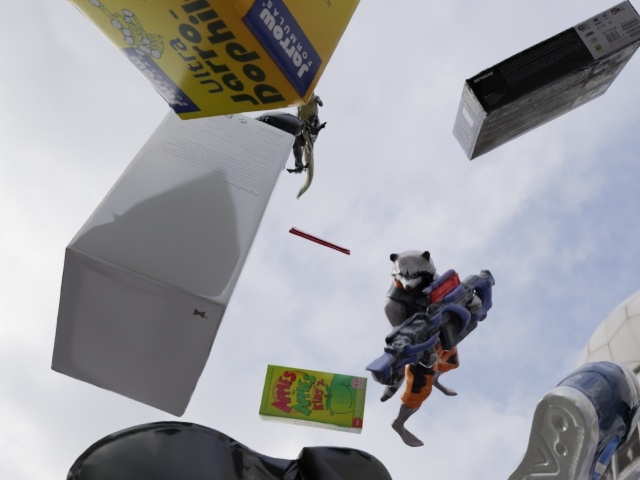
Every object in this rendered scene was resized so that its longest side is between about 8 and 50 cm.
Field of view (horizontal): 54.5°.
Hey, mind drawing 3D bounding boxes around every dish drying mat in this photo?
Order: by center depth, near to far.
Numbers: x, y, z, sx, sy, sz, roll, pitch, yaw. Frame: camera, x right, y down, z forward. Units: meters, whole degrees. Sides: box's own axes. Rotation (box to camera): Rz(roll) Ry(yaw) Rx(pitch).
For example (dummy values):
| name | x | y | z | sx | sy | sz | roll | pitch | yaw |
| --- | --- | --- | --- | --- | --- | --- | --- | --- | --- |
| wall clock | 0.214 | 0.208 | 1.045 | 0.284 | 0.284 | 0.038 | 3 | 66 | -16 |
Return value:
| name | x | y | z | sx | sy | sz | roll | pitch | yaw |
| --- | --- | --- | --- | --- | --- | --- | --- | --- | --- |
| dish drying mat | 0.000 | 0.000 | 0.799 | 0.083 | 0.032 | 0.008 | 21 | -84 | 1 |

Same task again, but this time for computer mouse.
| name | x | y | z | sx | sy | sz | roll | pitch | yaw |
| --- | --- | --- | --- | --- | --- | --- | --- | --- | --- |
| computer mouse | -0.131 | -0.187 | 1.022 | 0.241 | 0.071 | 0.041 | 3 | -73 | 31 |

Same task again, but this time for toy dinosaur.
| name | x | y | z | sx | sy | sz | roll | pitch | yaw |
| --- | --- | --- | --- | --- | --- | --- | --- | --- | --- |
| toy dinosaur | -0.025 | -0.173 | 1.041 | 0.063 | 0.118 | 0.268 | 1 | -64 | -3 |

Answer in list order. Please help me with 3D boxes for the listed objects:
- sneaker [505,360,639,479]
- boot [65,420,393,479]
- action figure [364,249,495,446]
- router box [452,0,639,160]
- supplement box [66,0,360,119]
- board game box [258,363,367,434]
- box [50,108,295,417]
| name | x | y | z | sx | sy | sz | roll | pitch | yaw |
| --- | --- | --- | --- | --- | --- | --- | --- | --- | --- |
| sneaker | 0.421 | 0.345 | 1.003 | 0.130 | 0.236 | 0.323 | 28 | -60 | 44 |
| boot | -0.078 | 0.258 | 0.505 | 0.262 | 0.091 | 0.229 | 12 | -53 | -15 |
| action figure | 0.148 | 0.174 | 1.061 | 0.178 | 0.341 | 0.331 | 13 | -66 | 42 |
| router box | 0.233 | -0.162 | 0.656 | 0.178 | 0.133 | 0.046 | -26 | -105 | -1 |
| supplement box | -0.066 | -0.327 | 0.641 | 0.195 | 0.357 | 0.194 | 4 | -30 | 40 |
| board game box | -0.012 | 0.281 | 1.101 | 0.181 | 0.092 | 0.043 | 7 | -31 | 3 |
| box | -0.173 | 0.003 | 0.789 | 0.168 | 0.345 | 0.215 | 22 | -51 | -6 |
